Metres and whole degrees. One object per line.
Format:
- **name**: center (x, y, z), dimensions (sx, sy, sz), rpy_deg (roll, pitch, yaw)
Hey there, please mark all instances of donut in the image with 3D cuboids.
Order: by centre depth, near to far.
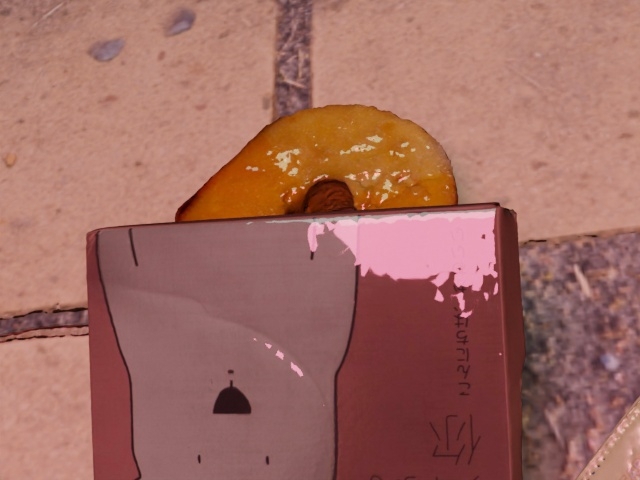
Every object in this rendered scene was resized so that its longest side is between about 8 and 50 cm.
- **donut**: center (0.002, 0.001, 0.641), dimensions (0.174, 0.075, 0.190), rpy_deg (10, 54, 22)

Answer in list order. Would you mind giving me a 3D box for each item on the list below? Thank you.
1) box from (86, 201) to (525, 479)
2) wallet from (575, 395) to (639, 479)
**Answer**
- **box**: center (-0.002, 0.094, 0.507), dimensions (0.215, 0.086, 0.215), rpy_deg (-3, 87, 14)
- **wallet**: center (0.212, 0.136, 0.487), dimensions (0.155, 0.039, 0.110), rpy_deg (38, 95, 33)
